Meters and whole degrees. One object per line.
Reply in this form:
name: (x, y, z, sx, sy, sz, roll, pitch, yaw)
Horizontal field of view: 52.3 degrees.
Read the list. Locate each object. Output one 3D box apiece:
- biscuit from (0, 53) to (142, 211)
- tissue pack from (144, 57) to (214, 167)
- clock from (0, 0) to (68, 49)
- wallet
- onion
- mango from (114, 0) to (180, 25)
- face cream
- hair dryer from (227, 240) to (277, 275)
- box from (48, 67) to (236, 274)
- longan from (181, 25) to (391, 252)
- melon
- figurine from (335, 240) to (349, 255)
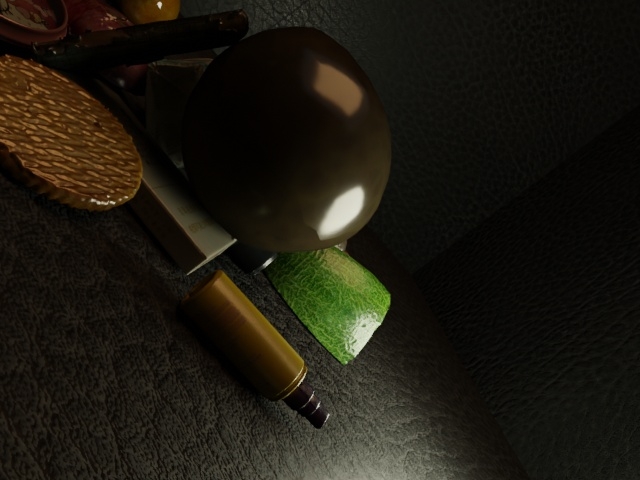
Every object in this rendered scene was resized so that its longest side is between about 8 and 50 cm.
biscuit: (-0.341, -0.138, 0.845, 0.254, 0.035, 0.254, 42, 24, -23)
tissue pack: (-0.262, -0.259, 1.289, 0.124, 0.201, 0.271, 7, 15, -2)
clock: (-0.498, -0.384, 0.989, 0.244, 0.056, 0.244, 40, 26, -24)
wallet: (-0.277, -0.308, 1.027, 0.169, 0.317, 0.044, -164, -120, -73)
onion: (-0.398, -0.369, 1.229, 0.227, 0.120, 0.283, 39, 2, 2)
mango: (-0.515, -0.725, 1.902, 0.211, 0.173, 0.317, 46, 5, -35)
face cream: (-0.081, 0.165, 0.927, 0.273, 0.078, 0.078, 49, 10, -12)
hair dryer: (-0.149, -0.006, 1.314, 0.124, 0.071, 0.219, 52, 1, -8)
box: (-0.289, -0.114, 1.060, 0.365, 0.051, 0.204, 51, 10, -3)
longan: (-0.047, -0.161, 1.116, 0.336, 0.404, 0.404, 8, -22, 38)
melon: (-0.015, 0.093, 1.393, 0.323, 0.196, 0.124, 42, -24, -12)
figurine: (-0.009, 0.002, 1.601, 0.275, 0.158, 0.161, 37, 46, -71)
